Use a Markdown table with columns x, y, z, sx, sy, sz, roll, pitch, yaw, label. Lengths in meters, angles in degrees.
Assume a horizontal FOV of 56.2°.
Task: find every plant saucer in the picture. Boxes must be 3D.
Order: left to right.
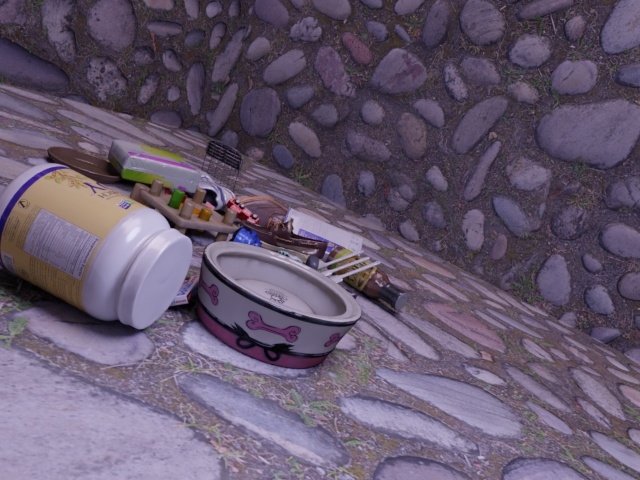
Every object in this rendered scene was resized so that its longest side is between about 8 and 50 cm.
| x | y | z | sx | sy | sz | roll | pitch | yaw | label |
| --- | --- | --- | --- | --- | --- | --- | --- | --- | --- |
| -0.845 | -0.268 | 2.167 | 0.277 | 0.041 | 0.278 | 22 | 12 | -5 | plant saucer |

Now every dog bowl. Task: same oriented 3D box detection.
| x | y | z | sx | sy | sz | roll | pitch | yaw | label |
| --- | --- | --- | --- | --- | --- | --- | --- | --- | --- |
| -0.115 | 0.155 | 1.447 | 0.407 | 0.151 | 0.408 | 23 | 12 | -5 | dog bowl |

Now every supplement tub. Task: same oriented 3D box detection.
| x | y | z | sx | sy | sz | roll | pitch | yaw | label |
| --- | --- | --- | --- | --- | --- | --- | --- | --- | --- |
| -0.452 | 0.013 | 1.198 | 0.331 | 0.241 | 0.241 | 25 | 12 | 9 | supplement tub |

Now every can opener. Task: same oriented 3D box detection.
| x | y | z | sx | sy | sz | roll | pitch | yaw | label |
| --- | --- | --- | --- | --- | --- | --- | --- | --- | --- |
| -0.055 | 0.107 | 1.898 | 0.075 | 0.095 | 0.283 | 23 | 12 | -1 | can opener |

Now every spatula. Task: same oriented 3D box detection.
| x | y | z | sx | sy | sz | roll | pitch | yaw | label |
| --- | --- | --- | --- | --- | --- | --- | --- | --- | --- |
| 0.073 | 0.091 | 2.102 | 0.241 | 0.019 | 0.168 | -21 | 26 | -18 | spatula |

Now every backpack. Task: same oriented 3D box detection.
| x | y | z | sx | sy | sz | roll | pitch | yaw | label |
| --- | --- | --- | --- | --- | --- | --- | --- | --- | --- |
| -0.247 | 0.011 | 1.947 | 0.101 | 0.098 | 0.120 | 27 | 11 | -1 | backpack |

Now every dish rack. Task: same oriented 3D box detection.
| x | y | z | sx | sy | sz | roll | pitch | yaw | label |
| --- | --- | --- | --- | --- | --- | --- | --- | --- | --- |
| -0.411 | -0.275 | 2.502 | 0.208 | 0.272 | 0.074 | 28 | 25 | 21 | dish rack |

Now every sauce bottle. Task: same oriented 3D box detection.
| x | y | z | sx | sy | sz | roll | pitch | yaw | label |
| --- | --- | --- | --- | --- | --- | --- | --- | --- | --- |
| 0.168 | 0.136 | 2.162 | 0.344 | 0.112 | 0.111 | 31 | 14 | 38 | sauce bottle |

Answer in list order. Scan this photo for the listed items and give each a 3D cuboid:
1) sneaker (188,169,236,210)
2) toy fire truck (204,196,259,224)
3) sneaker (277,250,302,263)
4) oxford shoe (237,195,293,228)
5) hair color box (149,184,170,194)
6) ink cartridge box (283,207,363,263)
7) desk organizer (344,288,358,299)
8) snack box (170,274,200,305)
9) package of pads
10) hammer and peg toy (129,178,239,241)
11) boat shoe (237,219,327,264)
| x | y | z | sx | sy | sz | roll | pitch | yaw | label |
| --- | --- | --- | --- | --- | --- | --- | --- | --- | --- |
| -0.485 | -0.210 | 2.435 | 0.296 | 0.112 | 0.131 | 25 | 16 | 22 | sneaker |
| -0.340 | -0.094 | 2.267 | 0.192 | 0.047 | 0.135 | 41 | 51 | -1 | toy fire truck |
| -0.108 | 0.064 | 2.142 | 0.098 | 0.038 | 0.069 | 32 | 10 | -5 | sneaker |
| -0.181 | -0.082 | 2.425 | 0.363 | 0.130 | 0.133 | 13 | 24 | -35 | oxford shoe |
| -0.626 | -0.213 | 2.333 | 0.071 | 0.043 | 0.141 | 18 | 13 | -21 | hair color box |
| 0.000 | 0.000 | 2.378 | 0.332 | 0.065 | 0.165 | 24 | 44 | -6 | ink cartridge box |
| 0.061 | 0.187 | 1.880 | 0.047 | 0.050 | 0.130 | 30 | 13 | 27 | desk organizer |
| -0.329 | 0.119 | 1.432 | 0.064 | 0.022 | 0.178 | -9 | 12 | 3 | snack box |
| -0.635 | -0.284 | 2.279 | 0.296 | 0.101 | 0.229 | 12 | 17 | -39 | package of pads |
| -0.464 | -0.118 | 2.022 | 0.361 | 0.127 | 0.265 | 33 | 15 | 37 | hammer and peg toy |
| -0.136 | -0.018 | 2.220 | 0.341 | 0.123 | 0.123 | 23 | 12 | -1 | boat shoe |
